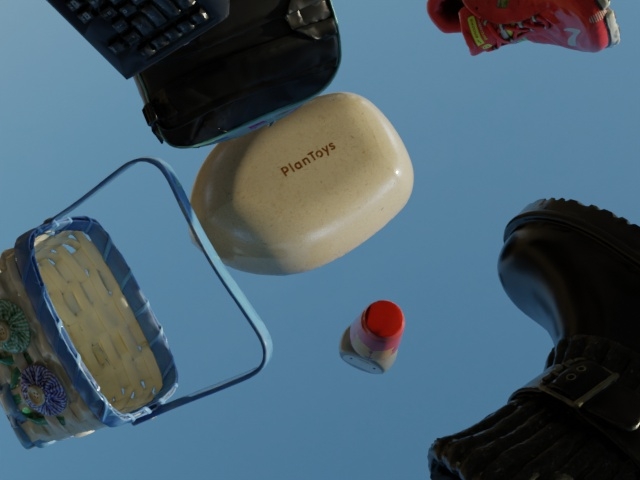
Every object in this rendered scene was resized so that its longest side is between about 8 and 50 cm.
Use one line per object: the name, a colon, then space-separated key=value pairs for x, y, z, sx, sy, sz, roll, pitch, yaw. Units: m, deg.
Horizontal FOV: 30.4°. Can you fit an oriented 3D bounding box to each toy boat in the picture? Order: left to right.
toy boat: x=0.000 y=0.000 z=1.319 sx=0.267 sy=0.148 sz=0.318 roll=-23 pitch=-106 yaw=-14

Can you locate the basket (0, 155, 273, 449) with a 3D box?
basket: x=-0.222 y=0.082 z=1.244 sx=0.289 sy=0.254 sz=0.201 roll=-30 pitch=-179 yaw=13

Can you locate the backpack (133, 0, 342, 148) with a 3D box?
backpack: x=-0.076 y=-0.181 z=1.068 sx=0.188 sy=0.165 sz=0.144 roll=-21 pitch=-175 yaw=7

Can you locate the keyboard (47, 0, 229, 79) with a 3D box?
keyboard: x=-0.230 y=-0.229 z=0.819 sx=0.202 sy=0.317 sz=0.033 roll=-23 pitch=-143 yaw=31

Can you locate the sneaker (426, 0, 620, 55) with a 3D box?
sneaker: x=0.216 y=-0.242 z=1.294 sx=0.118 sy=0.107 sz=0.279 roll=-37 pitch=-151 yaw=-13

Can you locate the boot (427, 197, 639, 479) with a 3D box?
boot: x=0.180 y=0.111 z=0.901 sx=0.260 sy=0.131 sz=0.348 roll=-38 pitch=-150 yaw=-11
